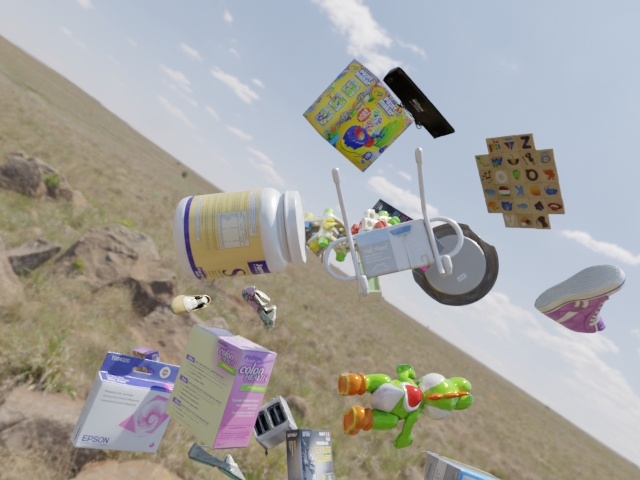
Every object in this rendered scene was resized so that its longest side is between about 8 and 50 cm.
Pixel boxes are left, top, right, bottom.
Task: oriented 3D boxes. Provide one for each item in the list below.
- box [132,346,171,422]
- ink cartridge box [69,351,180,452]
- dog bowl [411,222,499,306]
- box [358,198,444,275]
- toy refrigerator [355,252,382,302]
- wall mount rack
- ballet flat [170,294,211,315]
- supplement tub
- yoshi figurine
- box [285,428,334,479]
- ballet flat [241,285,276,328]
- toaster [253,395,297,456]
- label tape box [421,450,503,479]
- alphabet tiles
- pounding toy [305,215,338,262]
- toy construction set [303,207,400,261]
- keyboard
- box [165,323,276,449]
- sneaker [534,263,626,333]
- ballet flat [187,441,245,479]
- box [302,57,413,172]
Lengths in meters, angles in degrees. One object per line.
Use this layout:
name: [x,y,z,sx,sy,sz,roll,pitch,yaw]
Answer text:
box: [-0.696,0.593,2.076,0.057,0.293,0.201,-11,1,-35]
ink cartridge box: [-0.692,0.604,1.863,0.324,0.330,0.071,26,-7,-42]
dog bowl: [0.552,0.106,2.091,0.349,0.349,0.102,33,-3,20]
box: [0.294,-0.014,1.868,0.165,0.143,0.270,38,2,-41]
toy refrigerator: [0.209,0.140,2.278,0.102,0.269,0.094,-4,-36,0]
wall mount rack: [0.167,-0.038,1.207,0.130,0.350,0.304,82,-5,-78]
ballet flat: [-0.507,0.244,1.995,0.232,0.073,0.080,-3,74,-77]
supplement tub: [-0.216,-0.020,1.416,0.331,0.241,0.241,-6,-7,4]
yoshi figurine: [0.229,0.436,1.381,0.362,0.203,0.203,1,18,-14]
box: [-0.030,0.702,1.615,0.056,0.183,0.231,-16,-27,21]
ballet flat: [-0.231,0.268,2.050,0.221,0.079,0.077,56,14,-26]
toaster: [-0.203,0.775,2.134,0.186,0.168,0.110,59,-4,40]
label tape box: [0.479,0.793,1.632,0.249,0.115,0.348,21,-16,-3]
alphabet tiles: [0.678,-0.196,1.732,0.285,0.011,0.342,4,-60,51]
pounding toy: [0.000,0.000,1.932,0.141,0.130,0.100,46,8,0]
toy construction set: [0.105,-0.028,1.457,0.215,0.151,0.327,30,-19,-28]
keyboard: [0.214,-0.304,1.104,0.192,0.038,0.100,43,-16,-20]
box: [-0.254,0.363,1.280,0.213,0.243,0.117,13,-5,42]
sneaker: [0.729,0.164,1.345,0.161,0.102,0.282,38,-27,0]
ballet flat: [-0.335,0.732,1.679,0.213,0.068,0.072,26,-31,-1]
box: [0.144,-0.460,1.895,0.290,0.279,0.177,29,20,-50]
